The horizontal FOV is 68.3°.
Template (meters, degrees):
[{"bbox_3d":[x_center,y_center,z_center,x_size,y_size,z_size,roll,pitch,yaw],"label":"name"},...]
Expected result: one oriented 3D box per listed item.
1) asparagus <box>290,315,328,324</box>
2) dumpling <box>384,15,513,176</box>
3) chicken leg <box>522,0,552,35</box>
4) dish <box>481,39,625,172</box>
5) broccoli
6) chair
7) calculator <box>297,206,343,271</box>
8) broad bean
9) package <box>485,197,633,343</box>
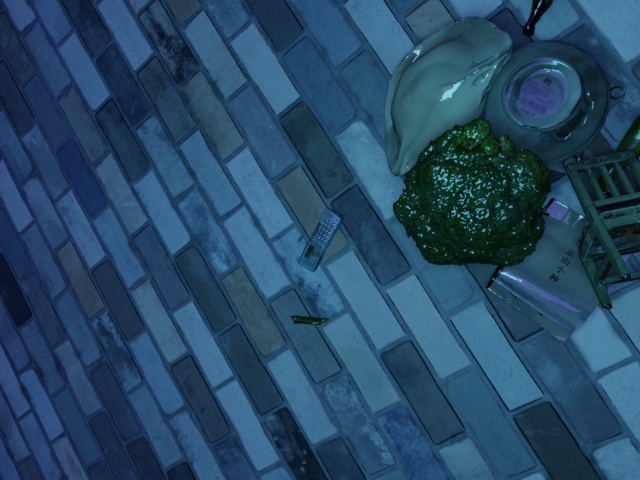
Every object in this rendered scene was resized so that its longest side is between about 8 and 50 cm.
[{"bbox_3d":[-0.029,0.212,1.247,0.109,0.025,0.021,1,83,20],"label":"asparagus"},{"bbox_3d":[0.244,-0.323,1.047,0.182,0.341,0.259,-6,52,-16],"label":"dumpling"},{"bbox_3d":[0.465,-0.551,1.010,0.093,0.053,0.204,-9,82,44],"label":"chicken leg"},{"bbox_3d":[0.462,-0.292,0.987,0.304,0.120,0.302,1,93,22],"label":"dish"},{"bbox_3d":[0.318,-0.091,0.966,0.304,0.283,0.321,22,135,3],"label":"broccoli"},{"bbox_3d":[0.585,-0.021,0.927,0.137,0.147,0.270,-13,55,9],"label":"chair"},{"bbox_3d":[0.000,0.000,1.230,0.057,0.018,0.171,33,105,17],"label":"calculator"},{"bbox_3d":[0.665,-0.201,0.953,0.098,0.056,0.317,26,108,7],"label":"broad bean"},{"bbox_3d":[0.514,0.062,1.024,0.204,0.062,0.250,37,92,15],"label":"package"}]
